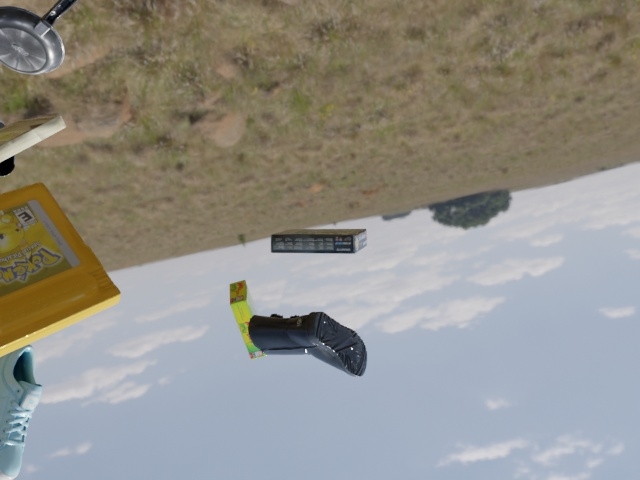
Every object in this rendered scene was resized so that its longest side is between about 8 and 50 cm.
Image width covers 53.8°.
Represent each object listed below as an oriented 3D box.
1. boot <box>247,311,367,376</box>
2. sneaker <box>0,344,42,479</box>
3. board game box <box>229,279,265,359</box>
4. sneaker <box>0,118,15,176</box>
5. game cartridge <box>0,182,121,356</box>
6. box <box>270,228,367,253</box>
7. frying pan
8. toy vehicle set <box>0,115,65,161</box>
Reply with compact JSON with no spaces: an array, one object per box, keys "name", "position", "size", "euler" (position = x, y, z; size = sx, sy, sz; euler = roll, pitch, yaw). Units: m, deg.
[{"name":"boot","position":[-0.030,0.241,1.477],"size":[0.207,0.094,0.246],"euler":[-8,143,37]},{"name":"sneaker","position":[-0.821,0.445,1.681],"size":[0.150,0.366,0.135],"euler":[-21,158,14]},{"name":"board game box","position":[-0.183,0.201,1.597],"size":[0.043,0.181,0.092],"euler":[-16,-150,0]},{"name":"sneaker","position":[-1.083,-0.240,2.074],"size":[0.131,0.148,0.350],"euler":[-30,166,-42]},{"name":"game cartridge","position":[-0.596,0.048,1.224],"size":[0.285,0.324,0.053],"euler":[-27,156,-38]},{"name":"box","position":[0.000,0.000,1.646],"size":[0.220,0.051,0.175],"euler":[0,-174,14]},{"name":"frying pan","position":[-0.676,-0.494,1.544],"size":[0.326,0.053,0.197],"euler":[-7,143,13]},{"name":"toy vehicle set","position":[-0.833,-0.264,1.677],"size":[0.166,0.035,0.267],"euler":[0,-150,24]}]
